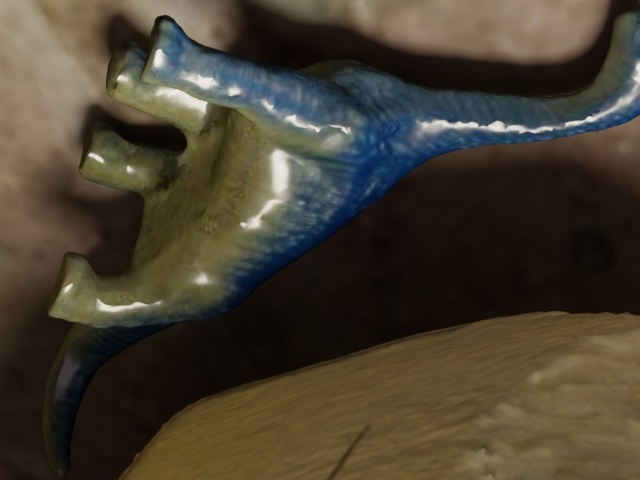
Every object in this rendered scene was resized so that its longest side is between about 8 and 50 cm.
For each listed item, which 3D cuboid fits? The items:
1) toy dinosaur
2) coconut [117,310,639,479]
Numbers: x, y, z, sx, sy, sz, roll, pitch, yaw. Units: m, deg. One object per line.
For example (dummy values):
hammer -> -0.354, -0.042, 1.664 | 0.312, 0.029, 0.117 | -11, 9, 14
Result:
toy dinosaur -> 0.000, 0.000, 0.578 | 0.188, 0.075, 0.247 | 18, 116, -15
coconut -> 0.076, 0.202, 0.540 | 0.360, 0.346, 0.346 | -15, 120, 18
